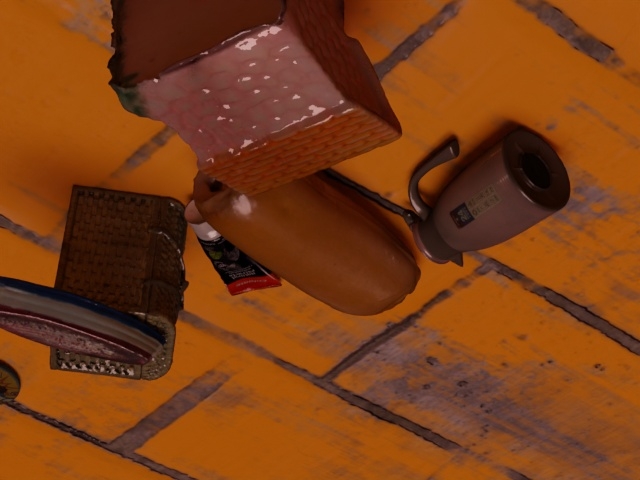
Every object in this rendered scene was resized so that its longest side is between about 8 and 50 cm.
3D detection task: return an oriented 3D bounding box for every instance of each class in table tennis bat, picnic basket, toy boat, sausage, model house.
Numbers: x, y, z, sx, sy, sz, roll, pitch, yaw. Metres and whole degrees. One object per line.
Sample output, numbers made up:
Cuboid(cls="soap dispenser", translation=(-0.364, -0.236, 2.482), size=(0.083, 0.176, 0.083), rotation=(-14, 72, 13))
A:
Cuboid(cls="table tennis bat", translation=(-0.477, 0.185, 2.119), size=(0.100, 0.019, 0.155), rotation=(-9, 140, 12))
Cuboid(cls="picnic basket", translation=(-0.235, 0.051, 1.829), size=(0.154, 0.196, 0.134), rotation=(6, 136, -4))
Cuboid(cls="toy boat", translation=(-0.283, 0.094, 1.704), size=(0.229, 0.046, 0.080), rotation=(19, 129, -15))
Cuboid(cls="sausage", translation=(0.001, 0.004, 1.836), size=(0.134, 0.116, 0.354), rotation=(-37, 131, 23))
Cuboid(cls="model house", translation=(-0.062, -0.179, 1.526), size=(0.202, 0.237, 0.237), rotation=(-25, 132, 18))

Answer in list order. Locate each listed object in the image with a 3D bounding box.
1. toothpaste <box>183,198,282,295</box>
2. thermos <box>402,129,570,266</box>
Cuboid(cls="toothpaste", translation=(-0.111, 0.014, 1.901), size=(0.071, 0.045, 0.193), rotation=(-11, 144, 14))
Cuboid(cls="thermos", translation=(0.178, -0.051, 1.788), size=(0.137, 0.105, 0.193), rotation=(46, 133, -9))
